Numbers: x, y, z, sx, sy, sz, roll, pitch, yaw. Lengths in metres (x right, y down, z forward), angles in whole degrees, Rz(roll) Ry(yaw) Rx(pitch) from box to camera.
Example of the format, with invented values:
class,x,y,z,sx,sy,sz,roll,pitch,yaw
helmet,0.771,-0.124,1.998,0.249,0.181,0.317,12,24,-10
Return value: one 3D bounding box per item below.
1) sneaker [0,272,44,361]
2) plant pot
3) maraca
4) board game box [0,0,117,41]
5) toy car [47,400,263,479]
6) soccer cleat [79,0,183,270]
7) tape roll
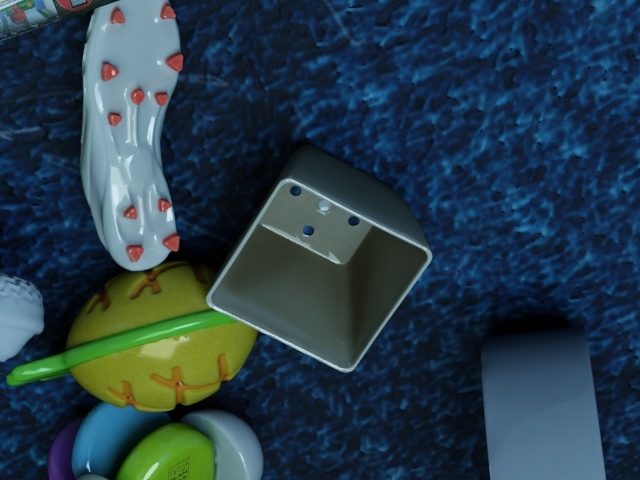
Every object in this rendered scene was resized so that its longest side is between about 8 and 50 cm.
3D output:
class,x,y,z,sx,sy,sz,roll,pitch,yaw
sneaker,-0.335,0.154,1.124,0.365,0.137,0.210,-18,77,9
plant pot,0.000,0.000,1.120,0.109,0.096,0.109,27,118,-13
maraca,-0.125,0.070,1.163,0.185,0.127,0.099,-17,81,21
board game box,-0.122,-0.211,1.011,0.259,0.030,0.136,-20,117,0
toy car,-0.137,0.185,1.223,0.136,0.159,0.182,39,138,26
soccer cleat,-0.129,-0.077,1.105,0.068,0.076,0.196,-10,110,-30
tape roll,0.154,0.169,1.141,0.072,0.219,0.219,-7,120,7
